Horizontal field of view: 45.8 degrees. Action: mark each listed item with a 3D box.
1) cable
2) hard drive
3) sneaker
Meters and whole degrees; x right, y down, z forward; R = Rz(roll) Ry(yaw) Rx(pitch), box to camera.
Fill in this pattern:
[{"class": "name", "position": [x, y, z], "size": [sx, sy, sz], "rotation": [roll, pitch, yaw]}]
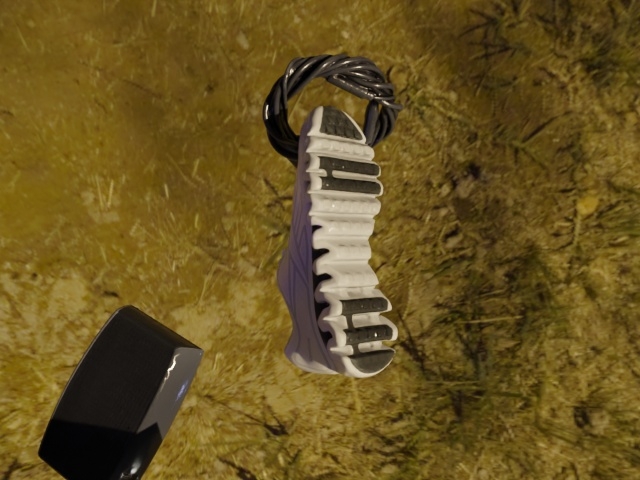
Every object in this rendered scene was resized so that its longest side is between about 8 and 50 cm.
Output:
[{"class": "cable", "position": [0.015, -0.142, 0.863], "size": [0.150, 0.184, 0.047], "rotation": [-29, 52, 11]}, {"class": "hard drive", "position": [-0.289, 0.230, 1.067], "size": [0.172, 0.054, 0.255], "rotation": [26, 86, 28]}, {"class": "sneaker", "position": [0.000, 0.000, 0.805], "size": [0.110, 0.118, 0.292], "rotation": [9, 73, -43]}]
